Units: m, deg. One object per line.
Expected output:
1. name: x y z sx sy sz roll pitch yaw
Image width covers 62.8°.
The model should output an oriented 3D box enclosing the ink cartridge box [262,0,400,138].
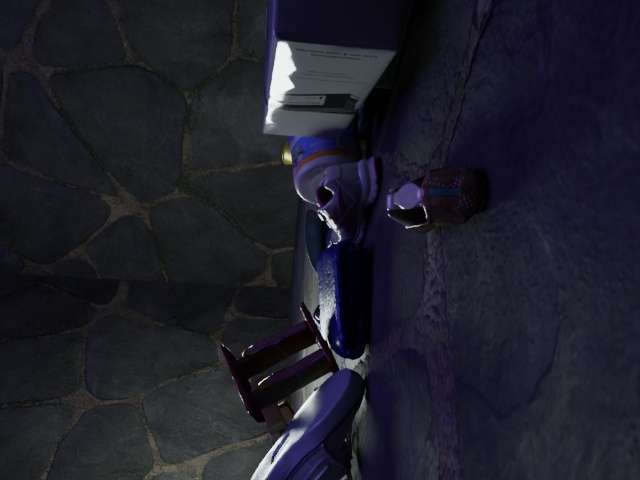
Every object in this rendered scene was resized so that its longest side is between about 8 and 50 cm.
1. ink cartridge box: -0.002 -0.357 0.837 0.395 0.166 0.286 149 124 -80

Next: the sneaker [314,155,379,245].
1. sneaker: 0.040 -0.076 1.044 0.252 0.111 0.103 101 170 -54

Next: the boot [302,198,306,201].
1. boot: 0.002 -0.227 1.333 0.161 0.083 0.247 -14 62 66

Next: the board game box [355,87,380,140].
1. board game box: 0.092 -0.317 1.095 0.126 0.026 0.186 101 170 -49

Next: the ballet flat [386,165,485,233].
1. ballet flat: 0.109 -0.046 0.573 0.206 0.067 0.073 141 131 -83

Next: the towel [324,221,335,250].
1. towel: 0.034 -0.147 1.451 0.271 0.040 0.370 105 166 -59

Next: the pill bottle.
1. pill bottle: 0.006 -0.226 1.144 0.152 0.152 0.272 102 163 -56

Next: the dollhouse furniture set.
1. dollhouse furniture set: -0.065 0.320 1.185 0.152 0.201 0.374 58 170 32

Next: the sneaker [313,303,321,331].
1. sneaker: 0.025 0.195 1.347 0.188 0.067 0.078 -114 50 -81

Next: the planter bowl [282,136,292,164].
1. planter bowl: -0.015 -0.303 1.632 0.217 0.090 0.217 -49 -13 -15

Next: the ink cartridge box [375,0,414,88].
1. ink cartridge box: 0.102 -0.399 0.900 0.171 0.056 0.235 100 172 -47

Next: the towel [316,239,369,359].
1. towel: 0.047 0.123 1.102 0.308 0.076 0.228 138 128 -81

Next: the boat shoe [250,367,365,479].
1. boat shoe: 0.007 0.419 1.018 0.367 0.156 0.136 -55 9 12

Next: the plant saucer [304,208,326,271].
1. plant saucer: 0.000 0.000 1.556 0.195 0.037 0.195 -8 -90 -75
